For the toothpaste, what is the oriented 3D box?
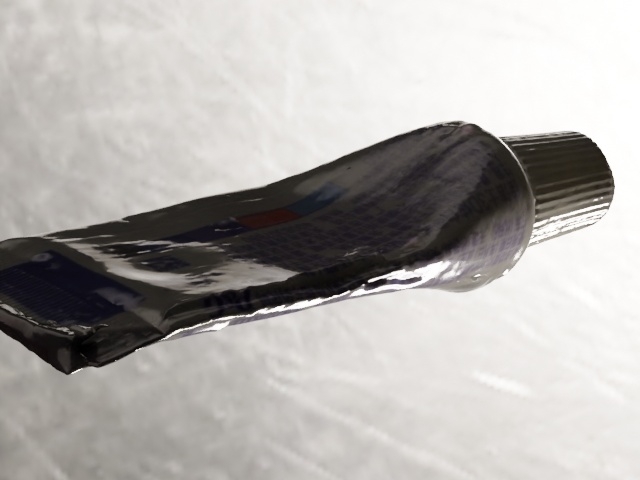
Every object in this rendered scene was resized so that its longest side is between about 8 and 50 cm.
[{"bbox_3d":[0.001,-0.001,0.662,0.282,0.068,0.099,-14,174,-37],"label":"toothpaste"}]
